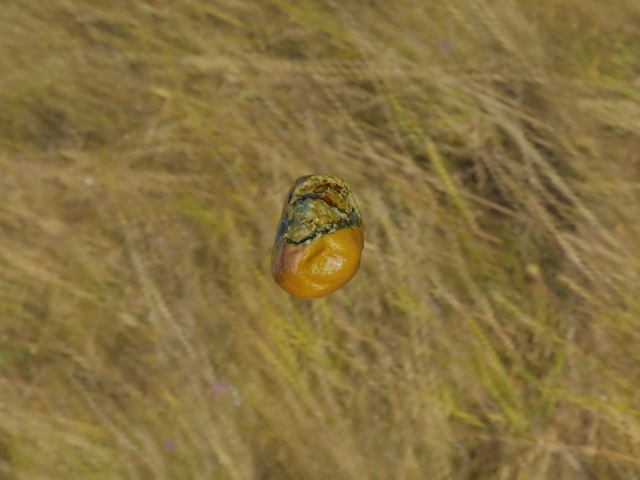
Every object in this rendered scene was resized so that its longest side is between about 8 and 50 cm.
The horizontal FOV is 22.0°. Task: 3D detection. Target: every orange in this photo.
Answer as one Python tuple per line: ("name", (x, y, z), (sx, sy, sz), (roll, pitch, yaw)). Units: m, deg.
("orange", (0.000, 0.000, 1.115), (0.086, 0.062, 0.086), (-165, 90, -82))
